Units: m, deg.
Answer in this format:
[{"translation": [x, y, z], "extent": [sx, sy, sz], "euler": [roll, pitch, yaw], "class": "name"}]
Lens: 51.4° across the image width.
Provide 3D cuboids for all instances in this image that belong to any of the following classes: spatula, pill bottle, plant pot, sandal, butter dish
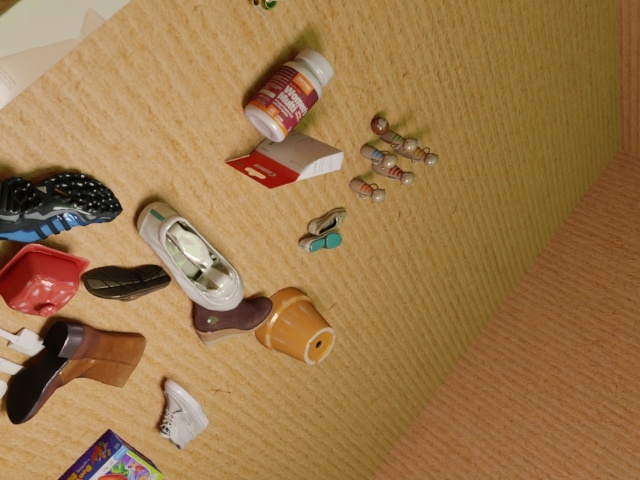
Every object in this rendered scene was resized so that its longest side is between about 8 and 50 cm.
[{"translation": [-0.711, 0.235, 1.398], "extent": [0.168, 0.019, 0.242], "euler": [-47, 142, -6], "class": "spatula"}, {"translation": [-0.074, -0.357, 1.625], "extent": [0.221, 0.121, 0.121], "euler": [-50, 142, -11], "class": "pill bottle"}, {"translation": [-0.062, 0.275, 2.017], "extent": [0.205, 0.188, 0.205], "euler": [-28, 134, -34], "class": "plant pot"}, {"translation": [-0.453, 0.106, 1.564], "extent": [0.219, 0.090, 0.060], "euler": [-10, 144, -53], "class": "sandal"}, {"translation": [-0.567, 0.104, 1.359], "extent": [0.160, 0.118, 0.160], "euler": [-40, 146, 17], "class": "butter dish"}]

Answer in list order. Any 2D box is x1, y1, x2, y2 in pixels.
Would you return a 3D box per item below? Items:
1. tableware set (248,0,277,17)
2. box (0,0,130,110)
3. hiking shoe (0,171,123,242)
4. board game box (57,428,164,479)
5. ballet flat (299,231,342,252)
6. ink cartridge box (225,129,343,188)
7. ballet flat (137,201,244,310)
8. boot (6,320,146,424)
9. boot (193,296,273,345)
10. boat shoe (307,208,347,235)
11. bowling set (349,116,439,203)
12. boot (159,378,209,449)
[{"translation": [-0.108, -0.590, 1.506], "extent": [0.154, 0.024, 0.104], "euler": [-56, 143, -3], "class": "tableware set"}, {"translation": [-0.494, -0.374, 1.119], "extent": [0.311, 0.148, 0.121], "euler": [-46, 142, -14], "class": "box"}, {"translation": [-0.545, -0.061, 1.335], "extent": [0.132, 0.113, 0.304], "euler": [-41, 159, 29], "class": "hiking shoe"}, {"translation": [-0.616, 0.699, 1.772], "extent": [0.347, 0.078, 0.233], "euler": [-46, 141, -17], "class": "board game box"}, {"translation": [0.000, 0.000, 2.015], "extent": [0.168, 0.052, 0.057], "euler": [-10, 112, -52], "class": "ballet flat"}, {"translation": [-0.089, -0.208, 1.654], "extent": [0.232, 0.189, 0.066], "euler": [-16, 125, -41], "class": "ink cartridge box"}, {"translation": [-0.288, 0.064, 1.612], "extent": [0.139, 0.139, 0.400], "euler": [-48, 132, -14], "class": "ballet flat"}, {"translation": [-0.571, 0.319, 1.576], "extent": [0.264, 0.096, 0.280], "euler": [-65, 153, -5], "class": "boot"}, {"translation": [-0.236, 0.168, 1.826], "extent": [0.248, 0.090, 0.207], "euler": [-27, 135, -30], "class": "boot"}, {"translation": [0.030, -0.053, 2.012], "extent": [0.153, 0.048, 0.056], "euler": [-21, 130, -39], "class": "boat shoe"}, {"translation": [0.212, -0.256, 1.991], "extent": [0.287, 0.154, 0.200], "euler": [-43, 140, -21], "class": "bowling set"}, {"translation": [-0.401, 0.497, 1.860], "extent": [0.123, 0.095, 0.258], "euler": [-48, 143, -25], "class": "boot"}]
